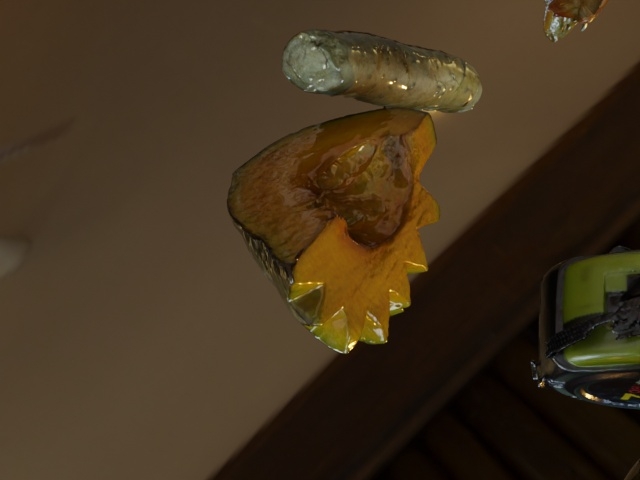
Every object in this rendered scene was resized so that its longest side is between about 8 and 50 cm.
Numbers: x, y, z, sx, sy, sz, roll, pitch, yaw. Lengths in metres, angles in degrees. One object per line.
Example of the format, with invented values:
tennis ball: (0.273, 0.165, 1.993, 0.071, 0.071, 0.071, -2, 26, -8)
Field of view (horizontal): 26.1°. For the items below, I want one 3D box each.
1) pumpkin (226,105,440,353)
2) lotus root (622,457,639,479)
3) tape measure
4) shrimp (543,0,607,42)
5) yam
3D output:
pumpkin: (0.000, 0.000, 1.181, 0.149, 0.130, 0.254, 3, -143, 32)
lotus root: (0.254, 0.179, 0.849, 0.267, 0.260, 0.149, -18, -133, -21)
tape measure: (0.252, 0.062, 1.030, 0.186, 0.199, 0.112, 1, -109, 2)
shrimp: (0.242, -0.254, 1.225, 0.267, 0.061, 0.145, 109, -16, -62)
yam: (0.066, -0.160, 1.323, 0.071, 0.317, 0.067, -20, -99, 29)
